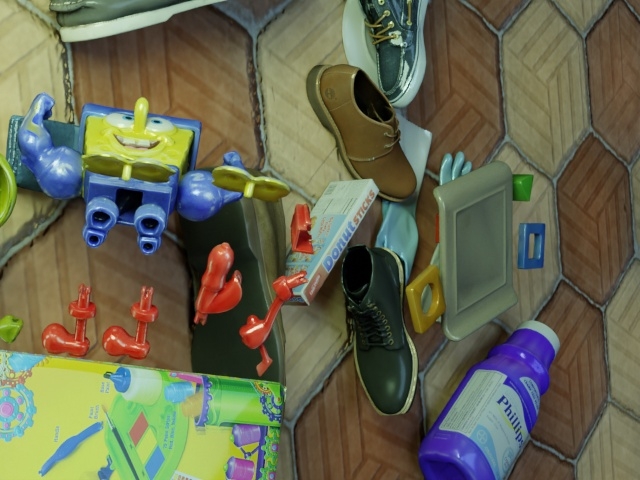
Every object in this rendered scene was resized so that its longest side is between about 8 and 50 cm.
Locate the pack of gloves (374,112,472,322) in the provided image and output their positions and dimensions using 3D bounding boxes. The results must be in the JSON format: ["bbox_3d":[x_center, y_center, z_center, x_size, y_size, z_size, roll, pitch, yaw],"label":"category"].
[{"bbox_3d":[0.146,-0.023,1.559,0.195,0.046,0.232,24,71,-49],"label":"pack of gloves"}]

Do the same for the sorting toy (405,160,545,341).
[{"bbox_3d":[0.189,0.010,1.559,0.348,0.047,0.196,-24,113,-51],"label":"sorting toy"}]

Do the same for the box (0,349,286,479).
[{"bbox_3d":[-0.203,0.242,0.994,0.279,0.177,0.289,12,80,-36],"label":"box"}]

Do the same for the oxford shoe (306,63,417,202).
[{"bbox_3d":[0.065,-0.121,1.437,0.212,0.076,0.076,51,52,-37],"label":"oxford shoe"}]

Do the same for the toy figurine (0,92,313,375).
[{"bbox_3d":[-0.192,-0.037,1.053,0.217,0.363,0.191,-95,-167,-60],"label":"toy figurine"}]

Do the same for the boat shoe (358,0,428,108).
[{"bbox_3d":[0.078,-0.251,1.444,0.083,0.065,0.183,17,74,-40],"label":"boat shoe"}]

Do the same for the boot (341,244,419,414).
[{"bbox_3d":[0.057,0.102,1.398,0.137,0.077,0.197,21,60,-73],"label":"boot"}]

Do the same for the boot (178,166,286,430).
[{"bbox_3d":[-0.066,0.074,1.265,0.115,0.112,0.305,-9,95,-61],"label":"boot"}]

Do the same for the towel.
[{"bbox_3d":[-0.233,-0.074,1.115,0.119,0.029,0.067,8,86,-50],"label":"towel"}]

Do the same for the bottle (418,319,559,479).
[{"bbox_3d":[0.233,0.220,1.625,0.283,0.092,0.118,-49,124,-38],"label":"bottle"}]

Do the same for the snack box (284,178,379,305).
[{"bbox_3d":[0.000,0.000,1.367,0.022,0.064,0.178,56,51,-33],"label":"snack box"}]

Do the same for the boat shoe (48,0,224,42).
[{"bbox_3d":[-0.121,-0.276,1.187,0.335,0.112,0.095,-29,117,-43],"label":"boat shoe"}]

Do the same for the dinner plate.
[{"bbox_3d":[0.076,-0.250,1.497,0.141,0.017,0.141,2,87,-51],"label":"dinner plate"}]
